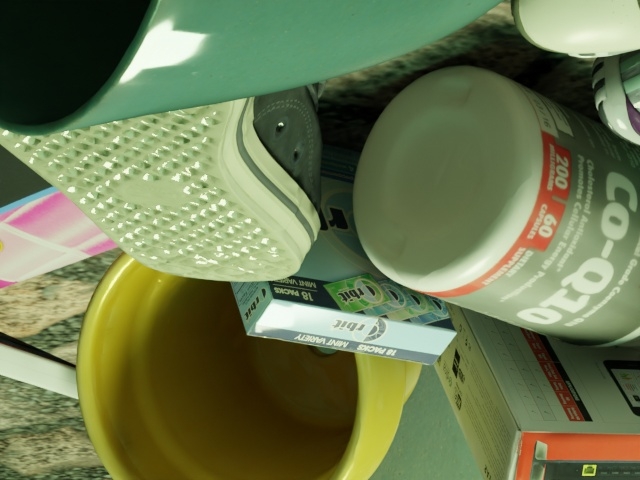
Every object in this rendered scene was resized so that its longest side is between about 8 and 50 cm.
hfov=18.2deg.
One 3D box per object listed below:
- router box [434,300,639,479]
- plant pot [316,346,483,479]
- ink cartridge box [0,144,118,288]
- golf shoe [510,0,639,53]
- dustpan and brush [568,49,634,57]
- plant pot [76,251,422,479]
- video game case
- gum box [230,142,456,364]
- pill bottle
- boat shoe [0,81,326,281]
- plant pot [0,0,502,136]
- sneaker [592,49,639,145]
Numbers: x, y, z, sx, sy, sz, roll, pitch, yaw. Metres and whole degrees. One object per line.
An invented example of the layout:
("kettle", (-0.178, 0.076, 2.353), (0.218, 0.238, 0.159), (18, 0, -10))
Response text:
("router box", (0.257, 0.110, 1.607), (0.301, 0.082, 0.335), (3, -157, -10))
("plant pot", (0.112, 0.194, 1.911), (0.252, 0.248, 0.247), (6, 166, 30))
("ink cartridge box", (-0.268, -0.033, 1.481), (0.371, 0.069, 0.175), (-16, 146, 40))
("golf shoe", (0.226, -0.152, 1.110), (0.272, 0.120, 0.105), (-15, 126, 26))
("dustpan and brush", (0.255, -0.151, 1.229), (0.211, 0.060, 0.147), (-6, 159, 10))
("plant pot", (-0.033, 0.095, 1.614), (0.254, 0.254, 0.239), (-11, -179, 23))
("video game case", (-0.335, 0.060, 1.622), (0.285, 0.025, 0.204), (19, 176, 40))
("gum box", (0.000, 0.000, 1.445), (0.157, 0.184, 0.041), (12, 130, -31))
("pill bottle", (0.172, -0.012, 1.453), (0.161, 0.161, 0.283), (-19, 153, 39))
("boat shoe", (-0.098, -0.120, 1.150), (0.186, 0.156, 0.500), (3, 161, 13))
("plant pot", (-0.020, -0.195, 0.803), (0.235, 0.293, 0.293), (-7, 165, -33))
("sneaker", (0.292, -0.086, 1.382), (0.223, 0.083, 0.098), (18, 148, -40))
